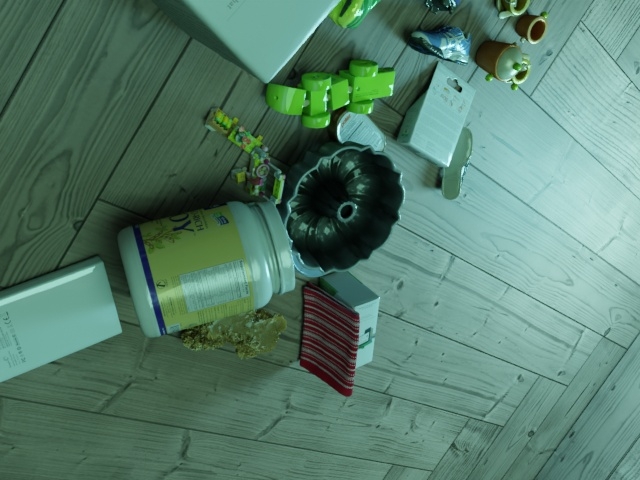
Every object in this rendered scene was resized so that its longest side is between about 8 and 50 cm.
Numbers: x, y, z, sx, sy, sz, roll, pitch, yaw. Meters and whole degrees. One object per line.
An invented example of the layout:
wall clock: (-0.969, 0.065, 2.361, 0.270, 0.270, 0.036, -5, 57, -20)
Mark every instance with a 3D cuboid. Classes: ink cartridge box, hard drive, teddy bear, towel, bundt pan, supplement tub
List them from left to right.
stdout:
hard drive: (-0.592, 0.173, 1.619, 0.308, 0.040, 0.203, -22, 129, -25)
supplement tub: (-0.241, 0.052, 1.624, 0.331, 0.241, 0.241, -15, 127, -13)
teddy bear: (-0.245, 0.169, 1.848, 0.338, 0.113, 0.245, 10, 104, -32)
towel: (0.020, 0.267, 2.030, 0.031, 0.199, 0.274, -24, 130, -39)
bundt pan: (0.032, -0.091, 1.822, 0.331, 0.124, 0.330, -15, 122, -26)
ink cartridge box: (0.069, 0.216, 2.061, 0.093, 0.160, 0.219, -17, 127, -30)
ink cartridge box: (0.302, -0.324, 1.980, 0.181, 0.056, 0.224, 23, 84, -43)

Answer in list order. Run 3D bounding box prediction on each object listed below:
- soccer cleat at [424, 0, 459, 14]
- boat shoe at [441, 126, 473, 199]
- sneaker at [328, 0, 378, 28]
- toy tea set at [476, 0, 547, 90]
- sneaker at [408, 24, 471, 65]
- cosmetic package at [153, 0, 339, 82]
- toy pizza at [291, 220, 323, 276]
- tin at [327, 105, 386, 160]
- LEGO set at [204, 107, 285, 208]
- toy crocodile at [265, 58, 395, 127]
soccer cleat: (0.249, -0.608, 1.681, 0.289, 0.093, 0.121, 28, 74, -64)
boat shoe: (0.372, -0.216, 2.096, 0.065, 0.075, 0.206, -55, 155, -66)
sneaker: (0.104, -0.589, 1.628, 0.295, 0.109, 0.123, -60, 163, 4)
toy tea set: (0.530, -0.542, 1.943, 0.200, 0.124, 0.336, -1, 118, -36)
sneaker: (0.290, -0.483, 1.843, 0.211, 0.080, 0.081, 0, 111, -48)
cosmetic package: (-0.178, -0.541, 1.268, 0.327, 0.329, 0.394, -50, 136, 0)
toy pizza: (0.000, 0.000, 1.957, 0.201, 0.032, 0.201, -16, 122, -28)
tin: (0.092, -0.258, 1.861, 0.106, 0.040, 0.190, -53, 135, -3)
LEGO set: (-0.151, -0.167, 1.684, 0.132, 0.107, 0.287, -27, 131, -21)
toy crocodile: (0.033, -0.341, 1.727, 0.341, 0.105, 0.115, -21, 128, -31)
